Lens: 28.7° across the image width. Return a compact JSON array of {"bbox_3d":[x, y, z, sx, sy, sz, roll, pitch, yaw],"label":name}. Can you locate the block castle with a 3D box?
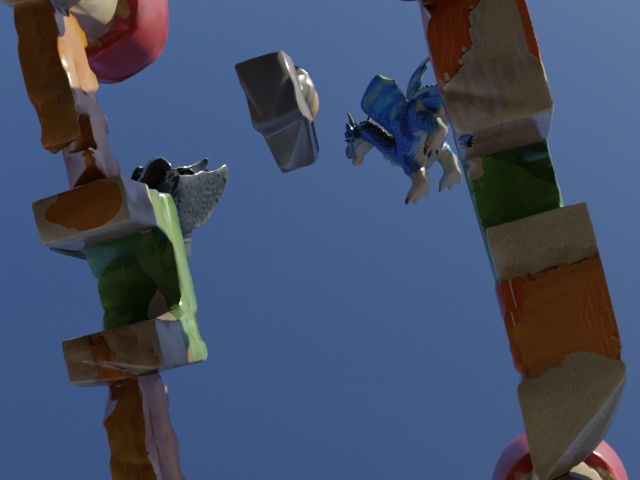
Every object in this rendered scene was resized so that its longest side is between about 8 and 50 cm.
[{"bbox_3d":[0.000,0.000,0.759,0.303,0.213,0.453,-15,-96,8],"label":"block castle"}]

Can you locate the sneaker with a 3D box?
[{"bbox_3d":[-0.145,-0.028,1.017,0.051,0.170,0.089,14,-84,38],"label":"sneaker"}]

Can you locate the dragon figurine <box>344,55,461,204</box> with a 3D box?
[{"bbox_3d":[0.098,-0.139,1.312,0.085,0.289,0.144,-24,-115,-23],"label":"dragon figurine"}]
